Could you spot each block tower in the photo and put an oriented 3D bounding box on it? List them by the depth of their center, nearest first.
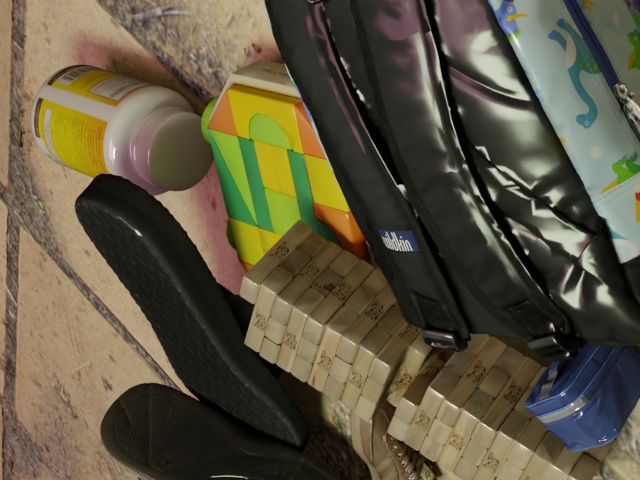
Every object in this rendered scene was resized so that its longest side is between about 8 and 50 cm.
[{"bbox_3d":[0.088,0.117,1.256,0.335,0.091,0.097,32,139,13],"label":"block tower"}]

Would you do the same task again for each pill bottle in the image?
[{"bbox_3d":[-0.209,-0.116,1.544,0.215,0.117,0.117,21,130,46],"label":"pill bottle"}]

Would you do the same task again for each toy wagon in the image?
[{"bbox_3d":[0.000,0.000,1.387,0.267,0.068,0.344,19,129,47],"label":"toy wagon"}]

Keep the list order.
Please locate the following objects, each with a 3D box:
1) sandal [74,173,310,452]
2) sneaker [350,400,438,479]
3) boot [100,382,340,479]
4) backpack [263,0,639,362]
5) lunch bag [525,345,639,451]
[{"bbox_3d":[-0.098,0.081,1.502,0.168,0.107,0.445,23,152,37],"label":"sandal"},{"bbox_3d":[0.085,0.222,1.458,0.071,0.066,0.188,5,126,32],"label":"sneaker"},{"bbox_3d":[-0.067,0.333,1.629,0.377,0.138,0.284,28,155,23],"label":"boot"},{"bbox_3d":[0.105,-0.123,1.011,0.355,0.273,0.290,49,155,-22],"label":"backpack"},{"bbox_3d":[0.214,0.111,1.152,0.065,0.098,0.067,46,147,-9],"label":"lunch bag"}]
